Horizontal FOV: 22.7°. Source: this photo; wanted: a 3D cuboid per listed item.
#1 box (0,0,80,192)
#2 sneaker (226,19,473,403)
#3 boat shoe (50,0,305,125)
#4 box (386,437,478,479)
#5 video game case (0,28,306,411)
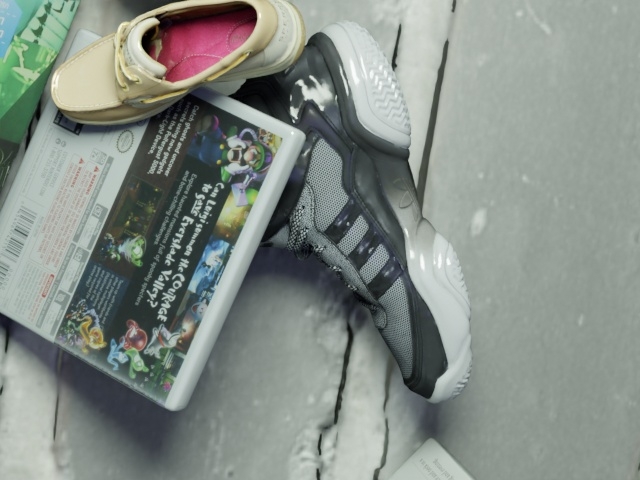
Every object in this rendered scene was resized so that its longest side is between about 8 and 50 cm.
[{"bbox_3d":[-0.288,-0.062,0.930,0.232,0.058,0.322,16,102,-47],"label":"box"},{"bbox_3d":[0.000,0.000,1.063,0.153,0.101,0.268,-20,103,-10],"label":"sneaker"},{"bbox_3d":[-0.096,-0.114,0.957,0.170,0.059,0.063,-16,78,20],"label":"boat shoe"},{"bbox_3d":[0.121,0.263,1.118,0.119,0.181,0.182,-44,112,-1],"label":"box"},{"bbox_3d":[-0.119,-0.015,1.004,0.173,0.022,0.190,27,96,23],"label":"video game case"}]
